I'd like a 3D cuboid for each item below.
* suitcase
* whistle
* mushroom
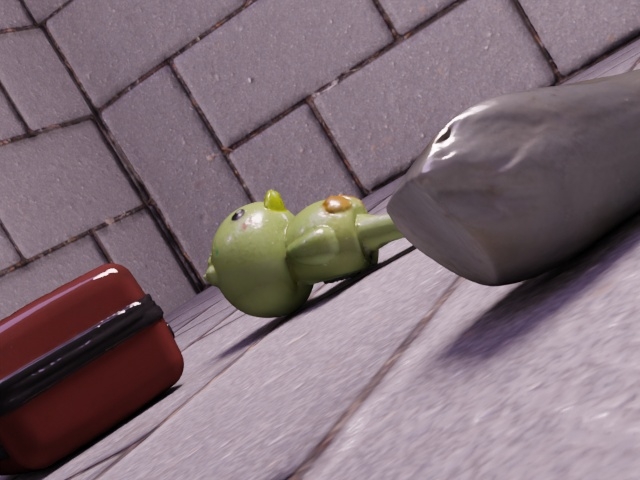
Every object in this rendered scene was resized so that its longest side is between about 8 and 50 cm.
[{"bbox_3d":[-0.304,0.151,1.272,0.236,0.161,0.297,-33,3,-28],"label":"suitcase"},{"bbox_3d":[-0.006,-0.009,1.242,0.294,0.141,0.141,-29,3,20],"label":"whistle"},{"bbox_3d":[0.166,-0.058,0.658,0.270,0.103,0.118,-26,1,-17],"label":"mushroom"}]
